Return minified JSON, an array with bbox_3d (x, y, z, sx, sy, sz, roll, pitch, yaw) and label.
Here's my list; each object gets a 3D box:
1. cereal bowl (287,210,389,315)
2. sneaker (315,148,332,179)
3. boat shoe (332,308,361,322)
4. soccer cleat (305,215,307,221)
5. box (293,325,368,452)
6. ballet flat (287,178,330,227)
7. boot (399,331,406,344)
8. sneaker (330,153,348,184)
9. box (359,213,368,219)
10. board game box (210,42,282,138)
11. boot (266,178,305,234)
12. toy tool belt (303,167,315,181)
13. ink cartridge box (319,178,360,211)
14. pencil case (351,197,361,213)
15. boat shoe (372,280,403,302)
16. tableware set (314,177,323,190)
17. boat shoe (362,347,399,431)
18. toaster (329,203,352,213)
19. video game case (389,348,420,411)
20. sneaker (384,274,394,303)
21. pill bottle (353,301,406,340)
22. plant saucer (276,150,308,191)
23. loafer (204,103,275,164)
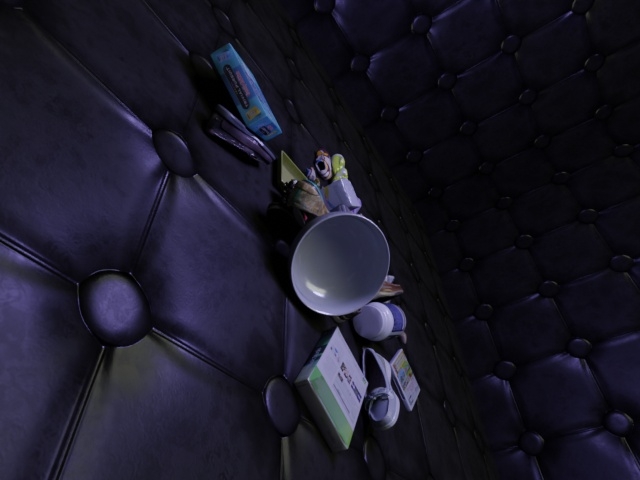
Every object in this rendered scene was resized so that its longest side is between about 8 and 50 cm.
[{"bbox_3d":[0.046,0.064,1.405,0.339,0.339,0.141,55,-7,-23],"label":"cereal bowl"},{"bbox_3d":[0.009,-0.391,2.112,0.084,0.069,0.186,40,31,-56],"label":"sneaker"},{"bbox_3d":[0.036,0.142,1.546,0.324,0.096,0.116,61,22,-8],"label":"boat shoe"},{"bbox_3d":[0.000,0.000,1.620,0.248,0.095,0.083,62,18,-5],"label":"soccer cleat"},{"bbox_3d":[0.044,0.434,1.304,0.232,0.058,0.322,62,20,-5],"label":"box"},{"bbox_3d":[-0.018,-0.078,1.457,0.348,0.123,0.123,51,23,-59],"label":"ballet flat"},{"bbox_3d":[0.373,0.441,2.079,0.087,0.042,0.118,25,43,-49],"label":"boot"},{"bbox_3d":[0.093,-0.312,2.190,0.126,0.091,0.240,144,-55,-85],"label":"sneaker"},{"bbox_3d":[0.213,-0.025,2.146,0.130,0.091,0.171,30,40,-55],"label":"box"},{"bbox_3d":[-0.250,-0.502,1.513,0.254,0.079,0.336,63,5,-3],"label":"board game box"},{"bbox_3d":[-0.116,-0.133,1.478,0.236,0.085,0.179,37,46,-62],"label":"boot"},{"bbox_3d":[-0.052,-0.296,1.894,0.051,0.052,0.083,4,44,-15],"label":"toy tool belt"},{"bbox_3d":[0.058,-0.166,1.829,0.127,0.176,0.128,67,22,6],"label":"ink cartridge box"},{"bbox_3d":[0.149,-0.166,2.174,0.206,0.088,0.086,-42,138,-68],"label":"pencil case"},{"bbox_3d":[0.224,0.196,1.782,0.324,0.122,0.120,2,63,-46],"label":"boat shoe"},{"bbox_3d":[0.017,-0.230,2.016,0.154,0.024,0.104,53,25,-29],"label":"tableware set"},{"bbox_3d":[0.194,0.511,1.492,0.103,0.118,0.320,49,22,-20],"label":"boat shoe"},{"bbox_3d":[0.081,-0.039,1.733,0.168,0.185,0.110,49,16,-36],"label":"toaster"},{"bbox_3d":[0.370,0.610,1.898,0.206,0.026,0.227,67,22,5],"label":"video game case"},{"bbox_3d":[0.276,0.226,1.948,0.122,0.146,0.331,18,52,-63],"label":"sneaker"},{"bbox_3d":[0.238,0.326,1.731,0.264,0.153,0.153,20,48,-62],"label":"pill bottle"},{"bbox_3d":[-0.114,-0.228,1.683,0.188,0.045,0.188,46,28,-40],"label":"plant saucer"},{"bbox_3d":[-0.265,-0.326,1.420,0.109,0.095,0.302,42,2,34],"label":"loafer"}]
